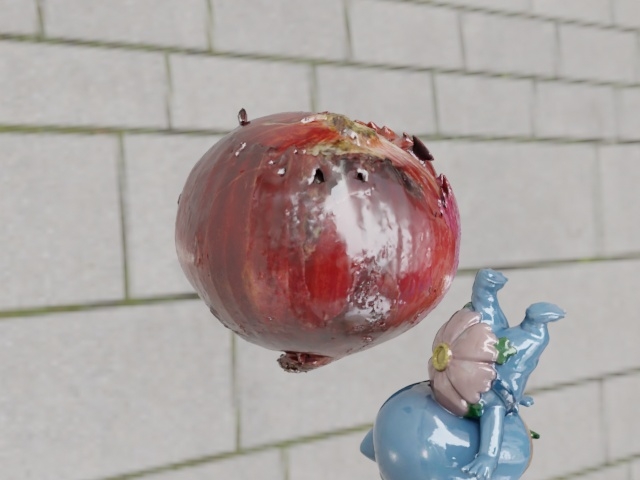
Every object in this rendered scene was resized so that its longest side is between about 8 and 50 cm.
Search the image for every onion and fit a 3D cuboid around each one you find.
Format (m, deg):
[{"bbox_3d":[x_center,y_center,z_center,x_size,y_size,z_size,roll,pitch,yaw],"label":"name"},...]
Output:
[{"bbox_3d":[0.000,0.000,1.721,0.276,0.276,0.276,6,83,-54],"label":"onion"}]

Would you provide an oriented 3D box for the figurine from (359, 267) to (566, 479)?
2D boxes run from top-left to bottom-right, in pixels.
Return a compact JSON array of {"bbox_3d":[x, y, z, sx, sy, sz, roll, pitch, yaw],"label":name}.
[{"bbox_3d":[0.115,0.111,1.251,0.144,0.114,0.178,-4,123,-53],"label":"figurine"}]
